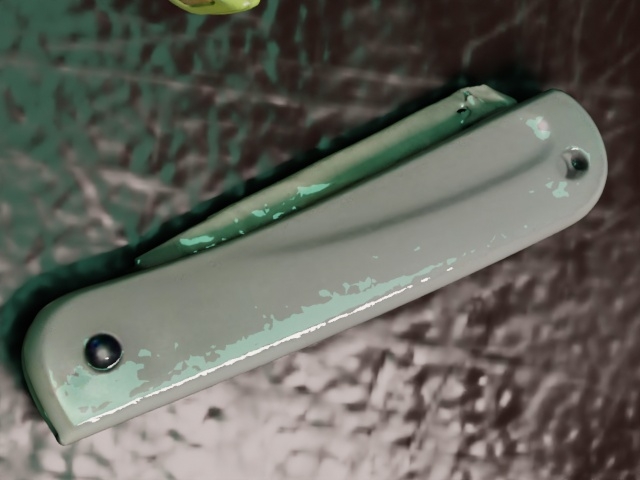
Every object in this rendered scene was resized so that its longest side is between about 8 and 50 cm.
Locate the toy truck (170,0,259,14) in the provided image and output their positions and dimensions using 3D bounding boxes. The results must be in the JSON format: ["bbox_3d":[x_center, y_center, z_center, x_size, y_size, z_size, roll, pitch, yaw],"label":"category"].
[{"bbox_3d":[-0.060,-0.163,0.650,0.100,0.077,0.169,-35,109,-18],"label":"toy truck"}]

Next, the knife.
[{"bbox_3d":[0.001,0.003,0.716,0.265,0.040,0.073,-25,94,-17],"label":"knife"}]
